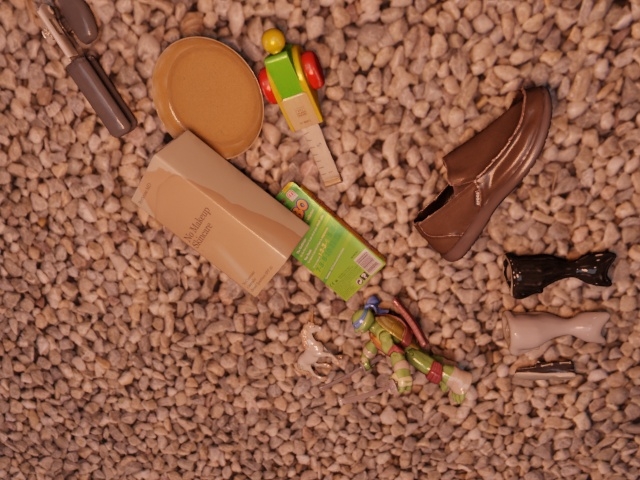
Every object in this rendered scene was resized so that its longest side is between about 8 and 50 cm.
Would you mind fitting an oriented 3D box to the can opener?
[{"bbox_3d":[-0.439,-0.333,1.173,0.093,0.074,0.280,-23,107,14],"label":"can opener"}]

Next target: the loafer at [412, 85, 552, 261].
[{"bbox_3d":[0.289,-0.128,1.129,0.130,0.134,0.366,27,112,-4],"label":"loafer"}]

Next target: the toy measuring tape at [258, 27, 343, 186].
[{"bbox_3d":[-0.029,-0.255,1.157,0.121,0.121,0.330,-17,130,13],"label":"toy measuring tape"}]

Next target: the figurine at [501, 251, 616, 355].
[{"bbox_3d":[0.480,0.124,1.233,0.209,0.092,0.215,-4,111,4],"label":"figurine"}]

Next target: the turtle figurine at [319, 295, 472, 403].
[{"bbox_3d":[0.155,0.277,1.275,0.266,0.274,0.198,25,146,-7],"label":"turtle figurine"}]

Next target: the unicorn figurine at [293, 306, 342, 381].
[{"bbox_3d":[-0.011,0.247,1.351,0.111,0.060,0.162,29,111,-5],"label":"unicorn figurine"}]

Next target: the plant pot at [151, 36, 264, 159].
[{"bbox_3d":[-0.210,-0.269,1.167,0.236,0.032,0.236,10,121,17],"label":"plant pot"}]

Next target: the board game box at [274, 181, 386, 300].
[{"bbox_3d":[0.000,0.000,1.268,0.259,0.039,0.124,40,111,-11],"label":"board game box"}]

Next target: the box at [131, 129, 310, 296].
[{"bbox_3d":[-0.193,-0.052,1.197,0.311,0.121,0.148,37,130,-3],"label":"box"}]

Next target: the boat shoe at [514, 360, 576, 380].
[{"bbox_3d":[0.480,0.277,1.314,0.125,0.038,0.046,-4,152,15],"label":"boat shoe"}]
